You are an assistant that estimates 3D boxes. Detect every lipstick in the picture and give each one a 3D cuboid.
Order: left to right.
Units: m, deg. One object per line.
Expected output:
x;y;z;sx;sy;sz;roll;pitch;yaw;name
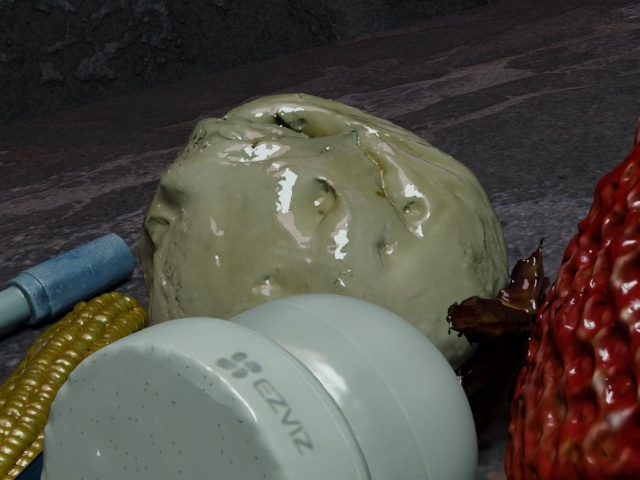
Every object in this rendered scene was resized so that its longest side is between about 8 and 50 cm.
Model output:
-0.331;0.069;1.022;0.068;0.061;0.274;7;26;43;lipstick

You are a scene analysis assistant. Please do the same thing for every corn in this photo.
-0.206;0.133;0.730;0.101;0.102;0.313;-7;20;9;corn

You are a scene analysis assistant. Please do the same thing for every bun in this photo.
0.000;0.000;0.816;0.326;0.235;0.362;-11;27;-16;bun

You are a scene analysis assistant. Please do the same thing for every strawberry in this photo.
0.279;0.053;0.553;0.291;0.310;0.292;18;12;-4;strawberry

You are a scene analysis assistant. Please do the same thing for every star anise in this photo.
0.124;0.085;0.654;0.053;0.157;0.212;16;24;24;star anise

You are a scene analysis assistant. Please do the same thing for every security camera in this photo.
-0.011;0.122;0.521;0.194;0.195;0.236;4;10;34;security camera

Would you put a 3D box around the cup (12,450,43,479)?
-0.135;0.185;0.560;0.150;0.114;0.138;-2;24;26;cup
